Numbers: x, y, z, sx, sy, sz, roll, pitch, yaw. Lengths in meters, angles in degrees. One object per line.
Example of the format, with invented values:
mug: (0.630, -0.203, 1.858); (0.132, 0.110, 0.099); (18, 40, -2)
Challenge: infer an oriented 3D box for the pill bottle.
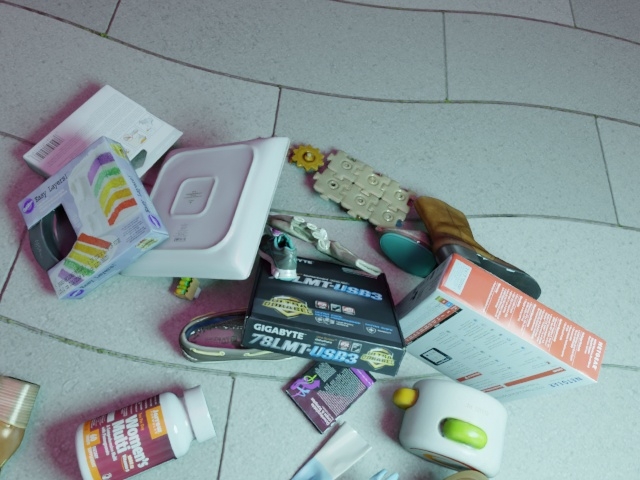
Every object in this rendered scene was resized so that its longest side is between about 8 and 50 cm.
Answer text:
pill bottle: (-0.312, 0.352, 0.863); (0.221, 0.121, 0.121); (-17, 69, -17)

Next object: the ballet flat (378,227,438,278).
ballet flat: (0.284, 0.048, 1.144); (0.316, 0.108, 0.106); (33, 43, 0)

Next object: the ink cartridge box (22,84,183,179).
ink cartridge box: (-0.505, -0.217, 1.130); (0.238, 0.060, 0.275); (33, 64, 4)

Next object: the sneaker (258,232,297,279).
sneaker: (-0.085, 0.015, 0.995); (0.064, 0.076, 0.166); (0, 24, -28)

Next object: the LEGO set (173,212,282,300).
LEGO set: (-0.224, 0.001, 1.053); (0.287, 0.107, 0.132); (-36, 76, -24)

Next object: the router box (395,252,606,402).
router box: (0.308, 0.194, 0.937); (0.301, 0.335, 0.082); (31, 63, 3)

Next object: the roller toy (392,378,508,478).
roller toy: (0.260, 0.360, 0.930); (0.191, 0.209, 0.146); (40, 59, -30)

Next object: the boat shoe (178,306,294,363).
boat shoe: (-0.128, 0.191, 0.987); (0.324, 0.097, 0.117); (-4, 67, -12)

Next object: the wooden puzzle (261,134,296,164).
wooden puzzle: (-0.109, -0.236, 1.240); (0.116, 0.014, 0.078); (40, 60, 9)

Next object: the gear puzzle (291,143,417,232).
gear puzzle: (0.069, -0.137, 1.210); (0.338, 0.044, 0.176); (31, 56, 3)

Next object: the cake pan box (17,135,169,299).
cake pan box: (-0.479, -0.042, 0.984); (0.266, 0.070, 0.246); (-33, 74, 10)

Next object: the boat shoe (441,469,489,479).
boat shoe: (0.161, 0.525, 0.873); (0.341, 0.123, 0.123); (-27, 60, 1)

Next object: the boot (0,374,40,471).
boot: (-0.672, 0.327, 0.830); (0.283, 0.109, 0.220); (20, 67, -9)

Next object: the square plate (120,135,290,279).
square plate: (-0.259, -0.083, 1.021); (0.347, 0.049, 0.344); (-1, 60, 27)

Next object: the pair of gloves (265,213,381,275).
pair of gloves: (0.000, 0.000, 1.017); (0.240, 0.204, 0.042); (29, 86, -25)

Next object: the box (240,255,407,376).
box: (0.005, 0.131, 0.963); (0.295, 0.074, 0.293); (12, 24, -5)

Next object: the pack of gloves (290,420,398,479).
pack of gloves: (0.023, 0.466, 0.854); (0.232, 0.046, 0.195); (-42, 43, -17)

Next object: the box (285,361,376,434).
box: (0.022, 0.307, 0.999); (0.162, 0.029, 0.116); (-37, 76, -25)

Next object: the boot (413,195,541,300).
boot: (0.353, 0.021, 1.099); (0.263, 0.096, 0.280); (16, 30, -11)
